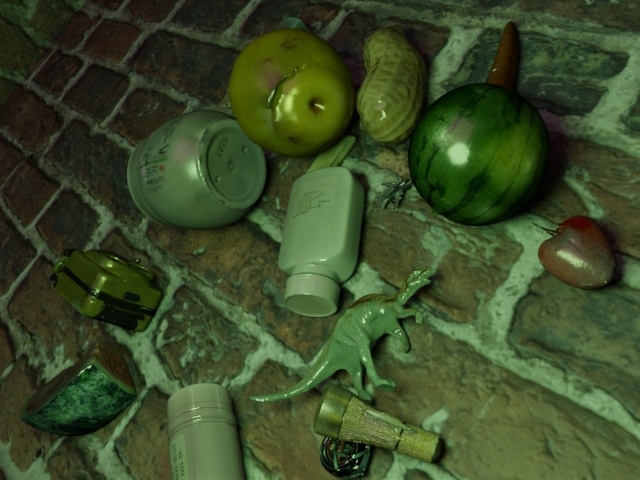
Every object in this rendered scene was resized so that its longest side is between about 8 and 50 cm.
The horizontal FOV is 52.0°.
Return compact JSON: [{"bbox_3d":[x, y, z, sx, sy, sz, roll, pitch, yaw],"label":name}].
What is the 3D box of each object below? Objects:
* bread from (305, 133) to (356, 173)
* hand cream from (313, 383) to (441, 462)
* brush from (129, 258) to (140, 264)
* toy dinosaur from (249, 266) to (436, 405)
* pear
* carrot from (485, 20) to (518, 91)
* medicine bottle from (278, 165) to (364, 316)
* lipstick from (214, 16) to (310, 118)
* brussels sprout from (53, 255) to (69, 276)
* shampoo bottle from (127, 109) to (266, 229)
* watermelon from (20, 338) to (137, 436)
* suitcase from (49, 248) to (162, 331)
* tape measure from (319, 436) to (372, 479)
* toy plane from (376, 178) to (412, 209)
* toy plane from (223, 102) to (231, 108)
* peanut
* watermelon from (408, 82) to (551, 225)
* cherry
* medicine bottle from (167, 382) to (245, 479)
[{"bbox_3d":[0.017,-0.178,1.484,0.068,0.028,0.153,21,74,48],"label":"bread"},{"bbox_3d":[0.092,0.299,1.035,0.203,0.084,0.083,19,71,13],"label":"hand cream"},{"bbox_3d":[-0.550,0.101,1.726,0.196,0.021,0.070,-34,48,13],"label":"brush"},{"bbox_3d":[0.056,0.204,1.155,0.393,0.092,0.205,-31,49,18],"label":"toy dinosaur"},{"bbox_3d":[-0.073,-0.316,1.445,0.284,0.285,0.336,-60,17,-12],"label":"pear"},{"bbox_3d":[0.362,-0.323,1.310,0.069,0.069,0.335,-2,54,36],"label":"carrot"},{"bbox_3d":[0.000,0.000,1.323,0.161,0.111,0.296,-14,52,31],"label":"medicine bottle"},{"bbox_3d":[-0.162,-0.429,1.753,0.076,0.080,0.371,28,81,44],"label":"lipstick"},{"bbox_3d":[-0.701,0.069,1.828,0.085,0.085,0.058,-24,57,23],"label":"brussels sprout"},{"bbox_3d":[-0.288,-0.159,1.528,0.267,0.273,0.272,-7,57,38],"label":"shampoo bottle"},{"bbox_3d":[-0.544,0.347,1.507,0.318,0.148,0.226,-28,29,37],"label":"watermelon"},{"bbox_3d":[-0.504,0.107,1.563,0.235,0.194,0.143,25,87,44],"label":"suitcase"},{"bbox_3d":[0.043,0.347,1.093,0.091,0.054,0.094,7,60,41],"label":"tape measure"},{"bbox_3d":[0.152,-0.098,1.328,0.083,0.031,0.078,-32,47,16],"label":"toy plane"},{"bbox_3d":[-0.127,-0.348,1.670,0.234,0.082,0.159,-9,64,18],"label":"toy plane"},{"bbox_3d":[0.150,-0.344,1.424,0.153,0.140,0.324,-32,43,38],"label":"peanut"},{"bbox_3d":[0.269,-0.145,1.125,0.243,0.242,0.242,-19,52,26],"label":"watermelon"},{"bbox_3d":[0.399,0.023,1.025,0.106,0.087,0.126,-23,68,15],"label":"cherry"},{"bbox_3d":[-0.208,0.398,1.191,0.133,0.133,0.249,-31,49,17],"label":"medicine bottle"}]
